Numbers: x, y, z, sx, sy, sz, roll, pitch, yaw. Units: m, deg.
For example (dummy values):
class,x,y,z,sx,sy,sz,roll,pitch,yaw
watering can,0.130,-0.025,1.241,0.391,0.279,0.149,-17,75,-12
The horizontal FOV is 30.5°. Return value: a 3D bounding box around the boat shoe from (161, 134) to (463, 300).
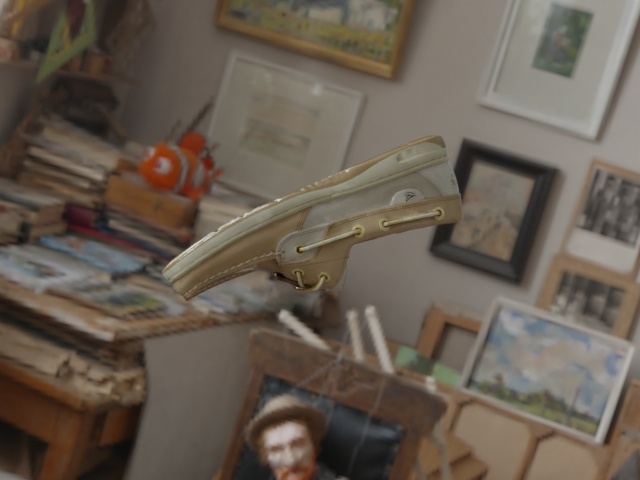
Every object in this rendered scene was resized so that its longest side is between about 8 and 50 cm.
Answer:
class,x,y,z,sx,sy,sz,roll,pitch,yaw
boat shoe,0.000,0.000,0.634,0.170,0.059,0.063,-24,0,-5
